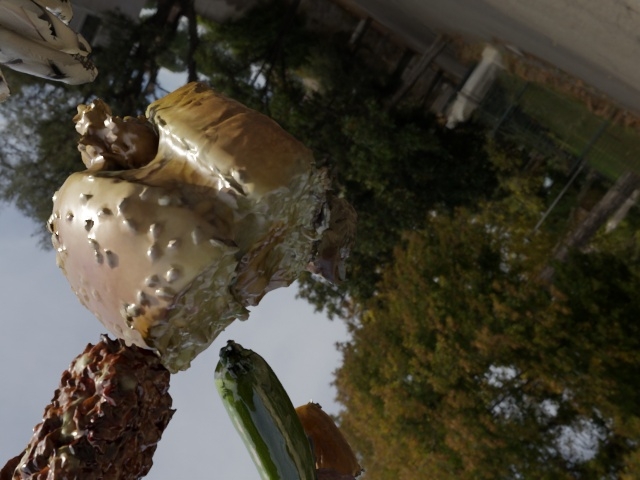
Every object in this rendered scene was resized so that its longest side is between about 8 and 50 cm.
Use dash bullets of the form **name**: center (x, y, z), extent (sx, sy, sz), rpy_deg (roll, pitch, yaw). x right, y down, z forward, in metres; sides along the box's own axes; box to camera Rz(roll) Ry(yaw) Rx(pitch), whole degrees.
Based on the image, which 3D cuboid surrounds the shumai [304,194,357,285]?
- **shumai**: center (0.000, 0.000, 1.255), extent (0.205, 0.167, 0.175), rpy_deg (-8, -158, -21)

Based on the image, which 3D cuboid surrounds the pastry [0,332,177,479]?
- **pastry**: center (-0.193, 0.184, 0.508), extent (0.097, 0.209, 0.115), rpy_deg (2, 147, 29)

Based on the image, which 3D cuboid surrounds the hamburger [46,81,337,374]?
- **hamburger**: center (-0.171, -0.020, 0.728), extent (0.287, 0.268, 0.445), rpy_deg (45, 167, 9)

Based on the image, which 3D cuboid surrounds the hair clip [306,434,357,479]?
- **hair clip**: center (-0.013, 0.369, 0.949), extent (0.146, 0.056, 0.187), rpy_deg (2, -164, -13)

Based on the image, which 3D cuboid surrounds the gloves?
- **gloves**: center (-0.274, -0.198, 0.501), extent (0.212, 0.128, 0.111), rpy_deg (33, 166, -23)

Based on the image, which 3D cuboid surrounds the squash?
- **squash**: center (-0.058, 0.223, 0.718), extent (0.071, 0.319, 0.080), rpy_deg (4, -146, 32)

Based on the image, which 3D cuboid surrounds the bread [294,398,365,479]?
- **bread**: center (-0.003, 0.549, 1.653), extent (0.136, 0.107, 0.241), rpy_deg (-29, -120, -22)
